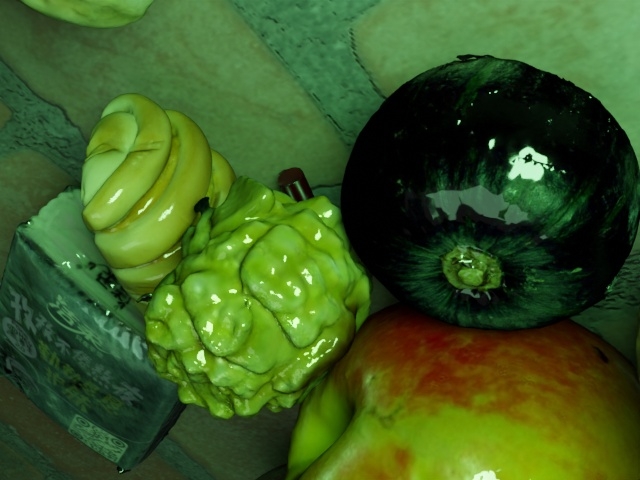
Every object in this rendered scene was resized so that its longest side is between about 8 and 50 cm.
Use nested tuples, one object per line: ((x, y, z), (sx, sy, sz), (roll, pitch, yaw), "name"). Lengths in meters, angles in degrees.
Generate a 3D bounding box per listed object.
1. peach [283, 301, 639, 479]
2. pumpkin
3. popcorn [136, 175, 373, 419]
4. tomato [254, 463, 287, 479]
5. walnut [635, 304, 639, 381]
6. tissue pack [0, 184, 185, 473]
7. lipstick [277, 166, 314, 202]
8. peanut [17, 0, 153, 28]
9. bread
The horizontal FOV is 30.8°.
((0.153, 0.231, 1.034), (0.388, 0.388, 0.388), (19, 143, 15), "peach")
((0.129, -0.032, 0.889), (0.233, 0.163, 0.233), (18, 144, 13), "pumpkin")
((-0.053, 0.048, 0.963), (0.169, 0.189, 0.218), (35, 156, -7), "popcorn")
((0.006, 0.428, 1.453), (0.316, 0.282, 0.317), (11, 120, 20), "tomato")
((0.379, 0.075, 0.701), (0.383, 0.383, 0.383), (19, 143, 15), "walnut")
((-0.260, 0.121, 1.373), (0.259, 0.122, 0.361), (38, 144, 3), "tissue pack")
((0.000, 0.000, 1.138), (0.027, 0.027, 0.176), (5, 139, 31), "lipstick")
((-0.243, -0.275, 0.867), (0.313, 0.152, 0.152), (30, 145, 7), "peanut")
((-0.118, 0.005, 1.110), (0.121, 0.173, 0.311), (-14, 136, 14), "bread")
